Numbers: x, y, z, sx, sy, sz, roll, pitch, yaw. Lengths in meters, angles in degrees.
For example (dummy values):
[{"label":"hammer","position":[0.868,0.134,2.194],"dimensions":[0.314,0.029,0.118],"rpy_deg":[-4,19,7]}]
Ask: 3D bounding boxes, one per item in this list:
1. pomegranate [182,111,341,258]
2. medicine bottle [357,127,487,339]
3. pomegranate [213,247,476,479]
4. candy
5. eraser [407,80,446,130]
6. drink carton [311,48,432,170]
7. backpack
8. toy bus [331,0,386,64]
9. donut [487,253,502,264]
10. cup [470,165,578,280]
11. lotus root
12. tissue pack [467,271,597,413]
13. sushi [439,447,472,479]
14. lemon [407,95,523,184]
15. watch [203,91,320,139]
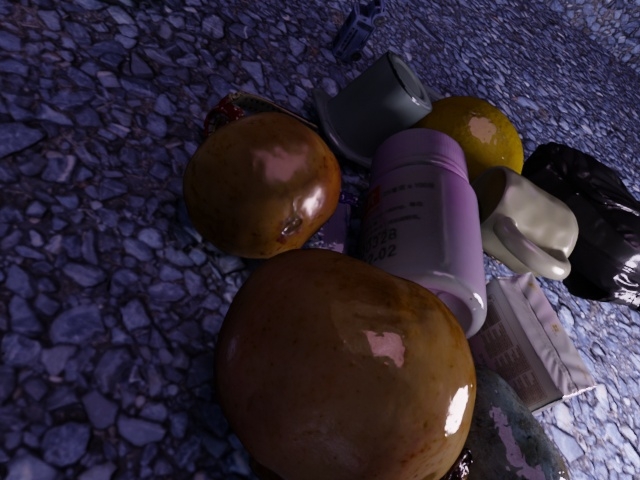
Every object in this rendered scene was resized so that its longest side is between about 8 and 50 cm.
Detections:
[{"label":"pomegranate","position":[-0.092,-0.088,0.934],"dimensions":[0.248,0.248,0.248],"rpy_deg":[21,47,-24]},{"label":"medicine bottle","position":[0.179,-0.014,1.087],"dimensions":[0.219,0.219,0.388],"rpy_deg":[26,45,-19]},{"label":"pomegranate","position":[0.016,0.182,0.755],"dimensions":[0.338,0.338,0.338],"rpy_deg":[21,47,-24]},{"label":"candy","position":[0.000,0.000,1.051],"dimensions":[0.145,0.070,0.275],"rpy_deg":[19,52,-17]},{"label":"eraser","position":[0.262,-0.327,1.511],"dimensions":[0.227,0.081,0.174],"rpy_deg":[28,48,-18]},{"label":"drink carton","position":[0.122,-0.275,1.260],"dimensions":[0.185,0.189,0.191],"rpy_deg":[25,41,-47]},{"label":"backpack","position":[0.665,-0.019,1.456],"dimensions":[0.363,0.255,0.446],"rpy_deg":[15,35,-30]},{"label":"toy bus","position":[0.095,-0.522,1.473],"dimensions":[0.076,0.167,0.073],"rpy_deg":[17,47,-22]},{"label":"donut","position":[0.362,-0.003,1.339],"dimensions":[0.166,0.065,0.117],"rpy_deg":[14,51,-31]},{"label":"cup","position":[0.411,-0.029,1.180],"dimensions":[0.202,0.173,0.255],"rpy_deg":[30,0,-15]},{"label":"lotus root","position":[0.269,0.320,0.930],"dimensions":[0.175,0.175,0.350],"rpy_deg":[-5,61,-41]},{"label":"tissue pack","position":[0.338,0.200,1.066],"dimensions":[0.124,0.185,0.225],"rpy_deg":[-4,59,-36]},{"label":"sushi","position":[0.162,0.406,0.782],"dimensions":[0.140,0.149,0.287],"rpy_deg":[-20,97,-38]},{"label":"lemon","position":[0.325,-0.205,1.353],"dimensions":[0.263,0.236,0.236],"rpy_deg":[44,39,-26]},{"label":"watch","position":[-0.093,-0.188,1.126],"dimensions":[0.268,0.102,0.165],"rpy_deg":[11,58,-43]}]
